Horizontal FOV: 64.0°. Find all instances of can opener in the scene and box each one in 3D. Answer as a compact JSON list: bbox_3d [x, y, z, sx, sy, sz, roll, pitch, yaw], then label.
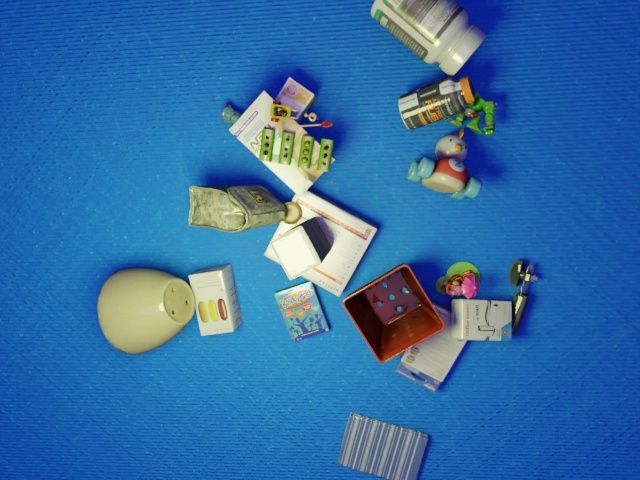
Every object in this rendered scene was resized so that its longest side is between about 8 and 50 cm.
[{"bbox_3d":[0.737,0.213,1.913,0.093,0.074,0.281,18,101,39],"label":"can opener"}]

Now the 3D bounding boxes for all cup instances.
[{"bbox_3d":[-0.609,0.245,1.901,0.236,0.331,0.332,-13,98,27],"label":"cup"}]

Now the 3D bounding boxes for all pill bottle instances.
[{"bbox_3d":[0.404,-0.481,1.765,0.245,0.130,0.131,-16,97,29],"label":"pill bottle"},{"bbox_3d":[0.364,-0.734,1.727,0.361,0.204,0.204,40,101,-1],"label":"pill bottle"}]

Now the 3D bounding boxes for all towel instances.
[{"bbox_3d":[0.255,0.847,2.082,0.335,0.040,0.244,14,102,6],"label":"towel"}]

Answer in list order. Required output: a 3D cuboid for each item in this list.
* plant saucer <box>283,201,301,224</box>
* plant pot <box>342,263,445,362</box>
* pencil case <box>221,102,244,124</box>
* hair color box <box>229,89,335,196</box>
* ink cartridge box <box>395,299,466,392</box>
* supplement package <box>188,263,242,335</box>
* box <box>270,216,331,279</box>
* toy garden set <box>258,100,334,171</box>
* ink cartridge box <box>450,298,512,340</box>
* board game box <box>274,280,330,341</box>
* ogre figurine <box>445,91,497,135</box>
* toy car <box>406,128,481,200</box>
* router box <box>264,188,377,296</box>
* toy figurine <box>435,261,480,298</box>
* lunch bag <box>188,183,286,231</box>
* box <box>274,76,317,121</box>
[{"bbox_3d":[-0.110,-0.100,1.894,0.083,0.015,0.084,1,99,9],"label":"plant saucer"},{"bbox_3d":[0.263,0.239,1.877,0.267,0.236,0.267,-31,94,9],"label":"plant pot"},{"bbox_3d":[-0.295,-0.455,1.918,0.151,0.064,0.070,21,117,2],"label":"pencil case"},{"bbox_3d":[-0.131,-0.337,1.794,0.338,0.110,0.185,42,99,-11],"label":"hair color box"},{"bbox_3d":[0.436,0.408,1.973,0.185,0.065,0.311,27,98,1],"label":"ink cartridge box"},{"bbox_3d":[-0.407,0.230,2.004,0.138,0.134,0.244,-9,98,8],"label":"supplement package"},{"bbox_3d":[-0.060,0.019,1.755,0.121,0.311,0.148,-27,95,10],"label":"box"},{"bbox_3d":[-0.074,-0.349,1.714,0.244,0.049,0.204,8,101,-4],"label":"toy garden set"},{"bbox_3d":[0.590,0.292,1.879,0.202,0.086,0.149,3,83,-13],"label":"ink cartridge box"},{"bbox_3d":[-0.071,0.277,2.017,0.160,0.047,0.211,-20,95,9],"label":"board game box"},{"bbox_3d":[0.535,-0.452,1.803,0.197,0.096,0.118,32,99,46],"label":"ogre figurine"},{"bbox_3d":[0.458,-0.292,1.800,0.219,0.210,0.238,21,88,-8],"label":"toy car"},{"bbox_3d":[0.000,0.000,1.947,0.335,0.082,0.301,29,101,1],"label":"router box"},{"bbox_3d":[0.512,0.164,1.876,0.173,0.159,0.130,-21,96,10],"label":"toy figurine"},{"bbox_3d":[-0.291,-0.116,1.837,0.286,0.235,0.169,10,102,30],"label":"lunch bag"},{"bbox_3d":[-0.117,-0.477,1.874,0.114,0.103,0.203,36,101,-1],"label":"box"}]
